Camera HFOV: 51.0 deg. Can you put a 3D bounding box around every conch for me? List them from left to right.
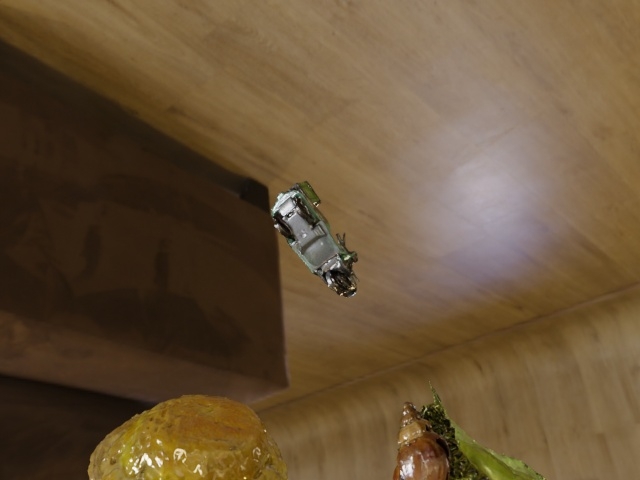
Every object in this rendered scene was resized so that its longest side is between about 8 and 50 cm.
[{"bbox_3d":[0.150,0.362,1.007,0.086,0.232,0.080,-6,156,33],"label":"conch"}]

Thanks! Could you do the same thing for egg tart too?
[{"bbox_3d":[-0.186,0.320,1.023,0.319,0.319,0.128,7,108,-25],"label":"egg tart"}]

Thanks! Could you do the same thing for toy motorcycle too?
[{"bbox_3d":[0.000,0.000,0.901,0.058,0.173,0.100,-39,171,23],"label":"toy motorcycle"}]

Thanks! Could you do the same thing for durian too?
[{"bbox_3d":[0.294,0.444,1.237,0.352,0.169,0.158,34,129,1],"label":"durian"}]
